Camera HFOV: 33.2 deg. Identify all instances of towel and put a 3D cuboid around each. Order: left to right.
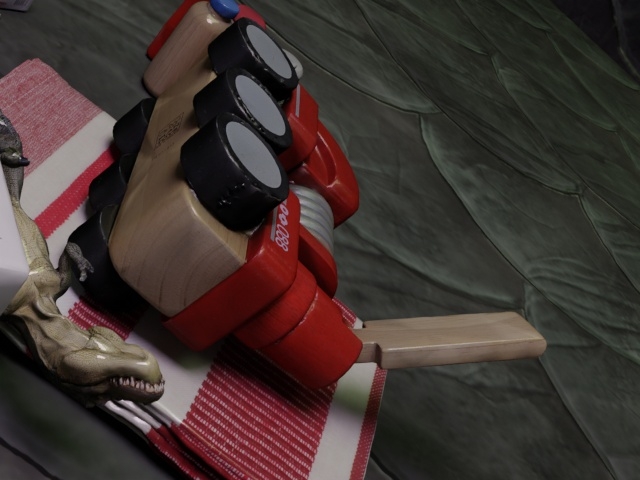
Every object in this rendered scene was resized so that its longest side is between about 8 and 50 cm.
[{"bbox_3d":[-0.099,0.030,0.667,0.329,0.037,0.237,39,26,-8],"label":"towel"}]

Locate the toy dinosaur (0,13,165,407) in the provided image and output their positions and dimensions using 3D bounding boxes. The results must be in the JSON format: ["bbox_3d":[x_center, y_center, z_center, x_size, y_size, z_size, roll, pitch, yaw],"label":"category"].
[{"bbox_3d":[-0.165,-0.034,0.514,0.064,0.118,0.268,-25,65,-29],"label":"toy dinosaur"}]

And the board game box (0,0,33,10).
[{"bbox_3d":[-0.292,-0.218,0.780,0.103,0.026,0.154,51,28,18],"label":"board game box"}]

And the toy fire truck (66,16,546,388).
[{"bbox_3d":[0.000,0.000,0.667,0.246,0.158,0.217,45,22,-23],"label":"toy fire truck"}]

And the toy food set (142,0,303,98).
[{"bbox_3d":[-0.069,-0.164,0.913,0.111,0.104,0.232,45,27,5],"label":"toy food set"}]

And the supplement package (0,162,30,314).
[{"bbox_3d":[-0.256,-0.055,0.422,0.177,0.175,0.293,16,37,-43],"label":"supplement package"}]
